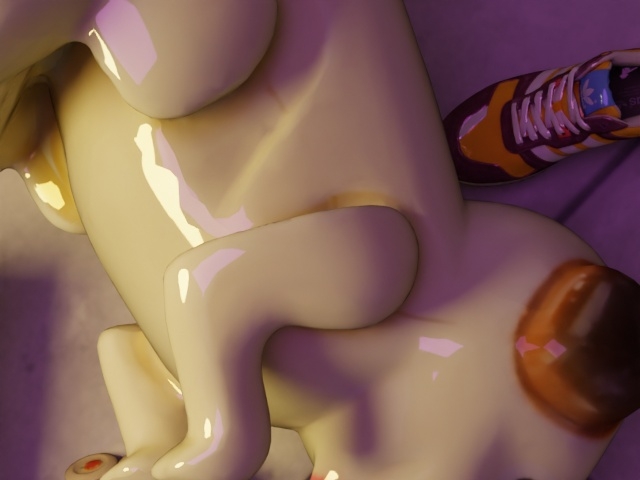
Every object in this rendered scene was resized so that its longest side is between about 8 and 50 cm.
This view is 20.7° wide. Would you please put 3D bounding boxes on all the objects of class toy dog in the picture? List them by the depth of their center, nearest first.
[{"bbox_3d":[0.000,0.000,1.017,0.408,0.284,0.395,47,55,-1],"label":"toy dog"}]

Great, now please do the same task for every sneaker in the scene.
[{"bbox_3d":[0.156,-0.085,1.099,0.185,0.084,0.069,-17,79,9],"label":"sneaker"}]

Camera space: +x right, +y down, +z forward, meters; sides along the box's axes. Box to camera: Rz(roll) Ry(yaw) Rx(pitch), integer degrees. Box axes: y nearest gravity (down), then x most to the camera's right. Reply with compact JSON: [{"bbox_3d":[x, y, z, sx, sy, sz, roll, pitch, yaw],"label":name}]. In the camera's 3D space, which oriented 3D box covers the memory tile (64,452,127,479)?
[{"bbox_3d":[-0.123,0.168,1.100,0.113,0.148,0.012,-10,112,12],"label":"memory tile"}]
